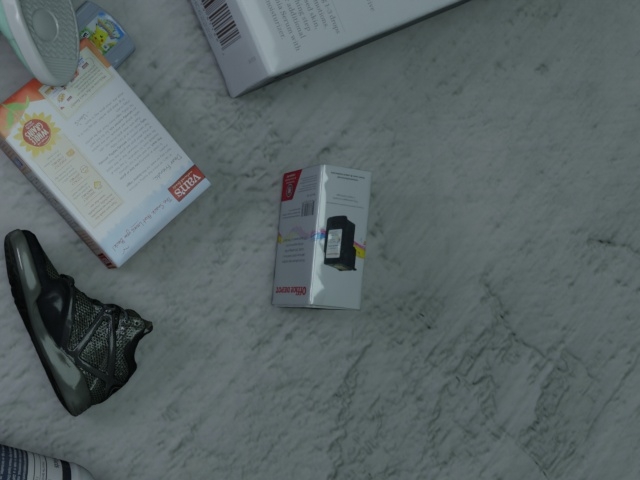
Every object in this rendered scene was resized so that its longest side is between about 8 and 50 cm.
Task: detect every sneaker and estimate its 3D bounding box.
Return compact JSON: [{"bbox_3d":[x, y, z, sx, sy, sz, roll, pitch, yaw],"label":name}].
[{"bbox_3d":[-0.282,0.078,1.341,0.130,0.087,0.227,-27,100,-23],"label":"sneaker"},{"bbox_3d":[-0.381,-0.279,1.306,0.094,0.151,0.256,-41,109,-54],"label":"sneaker"}]

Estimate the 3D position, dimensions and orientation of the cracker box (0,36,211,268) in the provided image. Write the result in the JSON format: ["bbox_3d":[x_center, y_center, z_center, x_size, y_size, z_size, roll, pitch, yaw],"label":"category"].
[{"bbox_3d":[-0.266,-0.101,1.367,0.156,0.067,0.232,-43,101,-19],"label":"cracker box"}]

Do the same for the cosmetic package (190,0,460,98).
[{"bbox_3d":[0.057,-0.375,1.463,0.453,0.161,0.230,-25,96,-21],"label":"cosmetic package"}]

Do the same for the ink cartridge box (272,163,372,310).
[{"bbox_3d":[0.000,0.000,1.436,0.072,0.127,0.175,7,85,-24],"label":"ink cartridge box"}]

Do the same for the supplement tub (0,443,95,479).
[{"bbox_3d":[-0.357,0.317,1.237,0.272,0.191,0.191,20,80,-20],"label":"supplement tub"}]

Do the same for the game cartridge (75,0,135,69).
[{"bbox_3d":[-0.270,-0.251,1.402,0.083,0.017,0.056,44,69,-14],"label":"game cartridge"}]
